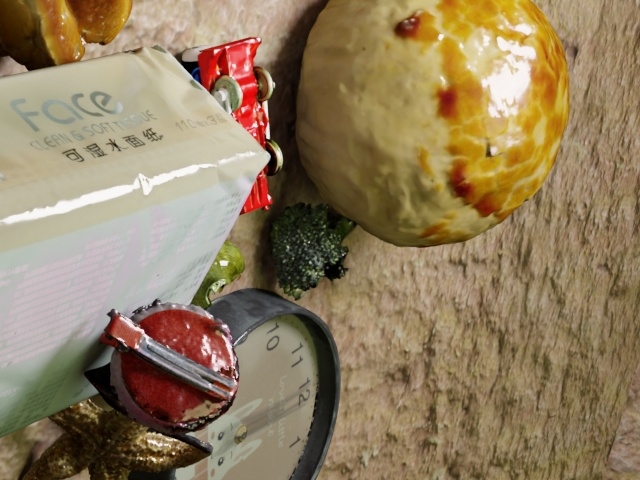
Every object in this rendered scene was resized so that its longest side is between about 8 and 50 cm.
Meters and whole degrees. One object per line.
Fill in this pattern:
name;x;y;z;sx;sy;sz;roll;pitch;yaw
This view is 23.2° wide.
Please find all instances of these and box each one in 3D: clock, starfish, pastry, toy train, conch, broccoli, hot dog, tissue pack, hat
clock;-0.107;0.254;2.042;0.386;0.076;0.386;-33;132;-45
starfish;-0.244;0.231;1.739;0.062;0.236;0.277;-97;-156;-57
pastry;0.158;-0.178;1.988;0.388;0.313;0.388;-25;121;-51
toy train;-0.115;-0.128;1.791;0.083;0.131;0.204;-22;113;-45
conch;-0.132;0.047;1.896;0.121;0.074;0.089;-93;-158;-63
broccoli;0.002;-0.001;2.074;0.122;0.118;0.204;69;24;-6
hot dog;-0.284;-0.302;1.435;0.158;0.117;0.349;-50;145;-25
tissue pack;-0.285;0.016;1.448;0.405;0.205;0.331;-23;151;-53
hat;-0.169;0.141;1.517;0.140;0.227;0.128;9;69;-19
